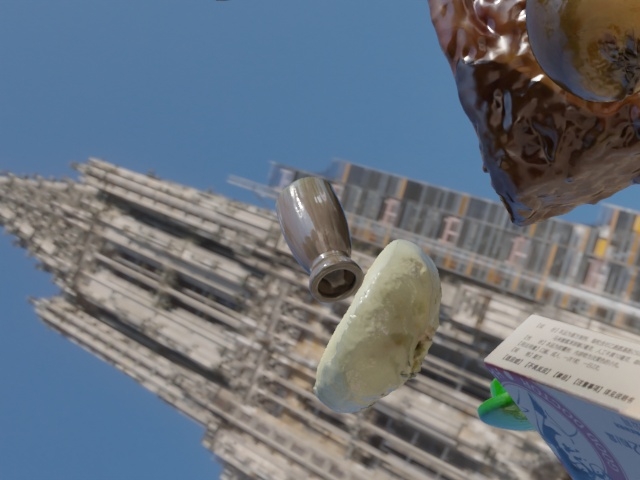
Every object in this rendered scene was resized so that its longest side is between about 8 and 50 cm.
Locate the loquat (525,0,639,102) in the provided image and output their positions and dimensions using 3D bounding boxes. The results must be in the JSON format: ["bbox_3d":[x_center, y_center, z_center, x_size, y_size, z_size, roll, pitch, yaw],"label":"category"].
[{"bbox_3d":[0.248,-0.194,1.044,0.141,0.141,0.141,-13,-68,-37],"label":"loquat"}]

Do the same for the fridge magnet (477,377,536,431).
[{"bbox_3d":[0.326,0.224,1.694,0.208,0.208,0.088,10,-118,-42],"label":"fridge magnet"}]

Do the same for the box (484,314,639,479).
[{"bbox_3d":[0.274,0.168,0.788,0.069,0.353,0.214,-42,-69,-13],"label":"box"}]

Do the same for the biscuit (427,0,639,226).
[{"bbox_3d":[0.324,-0.234,1.297,0.166,0.395,0.342,34,-144,-59],"label":"biscuit"}]

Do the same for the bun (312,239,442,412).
[{"bbox_3d":[0.104,0.139,1.833,0.287,0.146,0.287,-63,-3,-7],"label":"bun"}]

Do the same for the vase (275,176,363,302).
[{"bbox_3d":[0.000,0.000,0.939,0.053,0.100,0.053,-11,-45,-11],"label":"vase"}]
